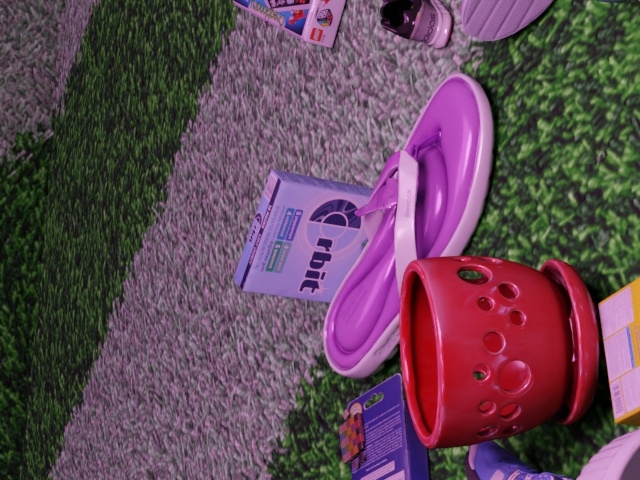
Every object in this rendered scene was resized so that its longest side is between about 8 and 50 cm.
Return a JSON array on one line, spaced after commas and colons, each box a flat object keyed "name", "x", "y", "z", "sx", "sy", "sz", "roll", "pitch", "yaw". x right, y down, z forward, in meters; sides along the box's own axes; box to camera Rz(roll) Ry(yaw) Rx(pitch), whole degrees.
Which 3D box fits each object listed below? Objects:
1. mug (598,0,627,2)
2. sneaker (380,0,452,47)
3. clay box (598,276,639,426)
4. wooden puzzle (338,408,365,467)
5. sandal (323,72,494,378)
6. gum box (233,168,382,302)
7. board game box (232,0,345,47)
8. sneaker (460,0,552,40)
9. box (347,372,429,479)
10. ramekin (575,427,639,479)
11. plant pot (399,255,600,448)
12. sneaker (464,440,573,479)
[{"name": "mug", "x": 0.293, "y": -0.292, "z": 1.497, "sx": 0.129, "sy": 0.097, "sz": 0.157, "roll": 6, "pitch": 60, "yaw": 55}, {"name": "sneaker", "x": 0.106, "y": -0.303, "z": 1.924, "sx": 0.063, "sy": 0.075, "sz": 0.170, "roll": -67, "pitch": 30, "yaw": 25}, {"name": "clay box", "x": 0.345, "y": 0.075, "z": 1.361, "sx": 0.222, "sy": 0.053, "sz": 0.127, "roll": -41, "pitch": 45, "yaw": 51}, {"name": "wooden puzzle", "x": 0.040, "y": 0.248, "z": 1.871, "sx": 0.049, "sy": 0.006, "sz": 0.083, "roll": -47, "pitch": 41, "yaw": 47}, {"name": "sandal", "x": 0.091, "y": -0.007, "z": 1.814, "sx": 0.169, "sy": 0.102, "sz": 0.416, "roll": 47, "pitch": 121, "yaw": 49}, {"name": "gum box", "x": 0.000, "y": 0.000, "z": 1.910, "sx": 0.041, "sy": 0.184, "sz": 0.157, "roll": 51, "pitch": 126, "yaw": 55}, {"name": "board game box", "x": -0.036, "y": -0.417, "z": 2.260, "sx": 0.305, "sy": 0.053, "sz": 0.193, "roll": 40, "pitch": 116, "yaw": 60}, {"name": "sneaker", "x": 0.242, "y": -0.339, "z": 1.680, "sx": 0.258, "sy": 0.094, "sz": 0.091, "roll": -54, "pitch": 18, "yaw": 34}, {"name": "box", "x": 0.083, "y": 0.287, "z": 1.818, "sx": 0.136, "sy": 0.037, "sz": 0.225, "roll": -39, "pitch": 48, "yaw": 52}, {"name": "ramekin", "x": 0.300, "y": 0.245, "z": 1.240, "sx": 0.109, "sy": 0.207, "sz": 0.207, "roll": 151, "pitch": 124, "yaw": -67}, {"name": "plant pot", "x": 0.179, "y": 0.109, "z": 1.502, "sx": 0.191, "sy": 0.174, "sz": 0.191, "roll": 178, "pitch": 90, "yaw": -83}, {"name": "sneaker", "x": 0.224, "y": 0.264, "z": 1.523, "sx": 0.211, "sy": 0.080, "sz": 0.081, "roll": 47, "pitch": 117, "yaw": 46}]
